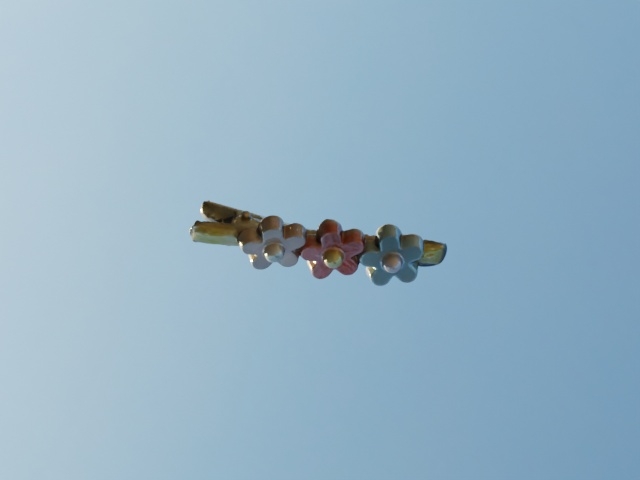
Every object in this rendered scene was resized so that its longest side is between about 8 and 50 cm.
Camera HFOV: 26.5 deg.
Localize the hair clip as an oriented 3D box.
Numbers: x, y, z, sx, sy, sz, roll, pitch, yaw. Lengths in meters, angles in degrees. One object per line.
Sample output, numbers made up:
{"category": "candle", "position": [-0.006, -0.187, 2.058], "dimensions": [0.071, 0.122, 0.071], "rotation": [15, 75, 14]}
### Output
{"category": "hair clip", "position": [0.000, 0.004, 1.111], "dimensions": [0.213, 0.062, 0.056], "rotation": [11, -141, -4]}
